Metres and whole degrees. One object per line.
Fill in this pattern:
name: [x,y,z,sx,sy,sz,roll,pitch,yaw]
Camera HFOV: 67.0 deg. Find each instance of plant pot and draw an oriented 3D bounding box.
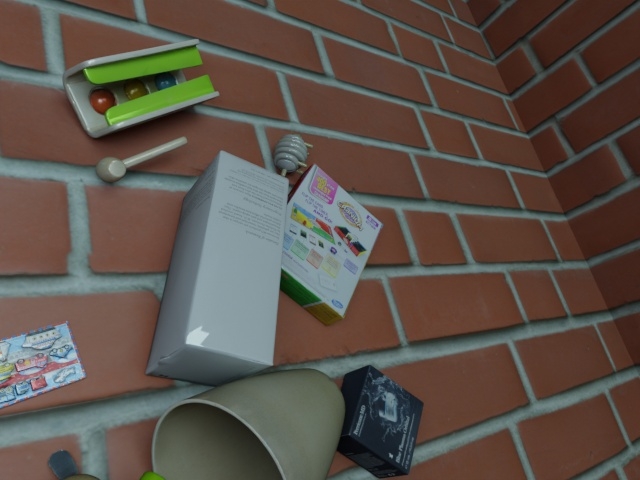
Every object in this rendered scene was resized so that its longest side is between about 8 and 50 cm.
plant pot: [-0.075,0.319,0.778,0.274,0.256,0.256,-17,76,-58]

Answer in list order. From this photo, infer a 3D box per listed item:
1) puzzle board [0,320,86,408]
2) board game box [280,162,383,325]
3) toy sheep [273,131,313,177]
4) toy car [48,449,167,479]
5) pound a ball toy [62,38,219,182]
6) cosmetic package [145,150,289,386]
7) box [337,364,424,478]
puzzle board: [-0.428,0.181,0.718,0.128,0.011,0.096,-14,75,-43]
board game box: [0.000,0.000,1.122,0.242,0.064,0.316,41,47,-12]
toy sheep: [-0.071,-0.207,1.173,0.091,0.091,0.132,29,56,-22]
toy car: [-0.318,0.371,0.644,0.188,0.149,0.155,25,42,12]
pound a ball toy: [-0.357,-0.262,0.972,0.319,0.135,0.208,-39,117,-44]
cosmetic package: [-0.177,0.052,0.863,0.155,0.197,0.366,20,56,-29]
box: [0.110,0.366,0.978,0.158,0.093,0.156,37,48,-14]
